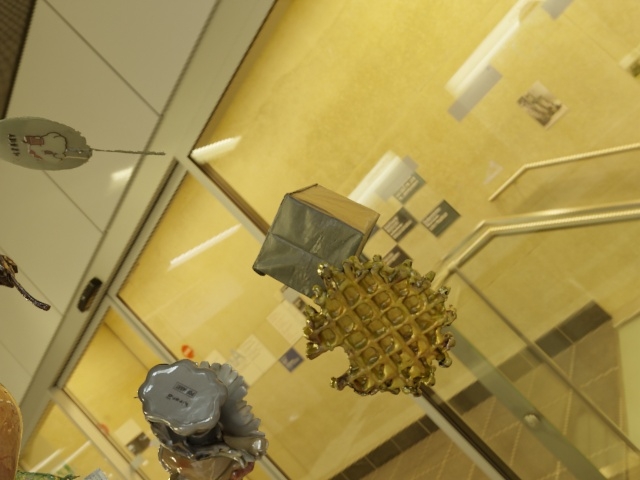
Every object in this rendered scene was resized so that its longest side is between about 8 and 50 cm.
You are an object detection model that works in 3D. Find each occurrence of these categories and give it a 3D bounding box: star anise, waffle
[{"bbox_3d":[-0.667,0.059,1.064,0.073,0.234,0.177,-53,35,-6],"label":"star anise"},{"bbox_3d":[0.089,0.134,0.786,0.051,0.232,0.228,-83,0,-77],"label":"waffle"}]

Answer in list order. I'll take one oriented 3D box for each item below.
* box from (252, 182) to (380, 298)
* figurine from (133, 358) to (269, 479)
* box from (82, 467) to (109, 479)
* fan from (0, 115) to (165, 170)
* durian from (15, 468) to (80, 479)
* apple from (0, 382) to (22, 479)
[{"bbox_3d":[0.000,0.000,0.958,0.155,0.149,0.231,-65,-7,14],"label":"box"},{"bbox_3d":[-0.175,0.301,0.777,0.386,0.207,0.166,95,-160,-51],"label":"figurine"},{"bbox_3d":[-0.232,0.302,0.587,0.024,0.083,0.054,-28,-37,-44],"label":"box"},{"bbox_3d":[-0.474,-0.177,1.029,0.329,0.009,0.191,1,-24,-22],"label":"fan"},{"bbox_3d":[-0.614,0.534,1.074,0.137,0.221,0.095,34,110,61],"label":"durian"},{"bbox_3d":[-0.613,0.358,0.806,0.344,0.270,0.344,-58,13,22],"label":"apple"}]
